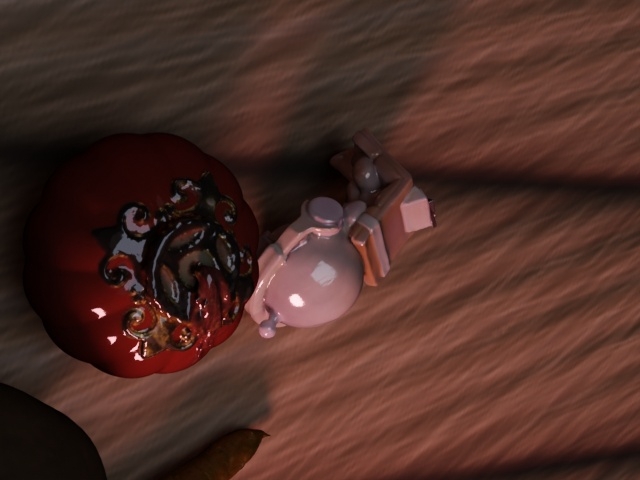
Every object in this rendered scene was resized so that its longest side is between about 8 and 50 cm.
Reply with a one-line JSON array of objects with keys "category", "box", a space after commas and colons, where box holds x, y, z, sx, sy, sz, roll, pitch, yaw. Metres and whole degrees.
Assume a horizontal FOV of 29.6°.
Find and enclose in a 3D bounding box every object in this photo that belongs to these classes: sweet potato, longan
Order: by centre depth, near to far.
[{"category": "longan", "box": [-0.297, 0.239, 1.022, 0.246, 0.215, 0.246, 14, 51, -18]}, {"category": "sweet potato", "box": [-0.147, 0.270, 1.241, 0.274, 0.067, 0.067, -38, 117, -32]}]

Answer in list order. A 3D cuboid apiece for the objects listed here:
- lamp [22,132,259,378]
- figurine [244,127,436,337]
[{"category": "lamp", "box": [-0.157, 0.014, 1.102, 0.227, 0.227, 0.227, -6, 101, -36]}, {"category": "figurine", "box": [0.002, 0.003, 1.274, 0.237, 0.141, 0.162, -45, 154, -13]}]
